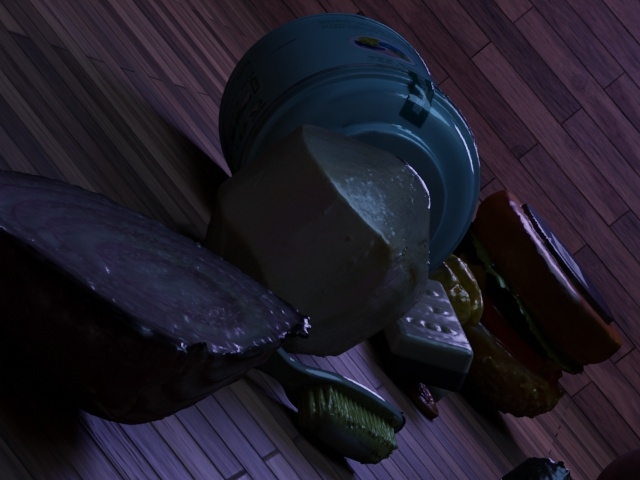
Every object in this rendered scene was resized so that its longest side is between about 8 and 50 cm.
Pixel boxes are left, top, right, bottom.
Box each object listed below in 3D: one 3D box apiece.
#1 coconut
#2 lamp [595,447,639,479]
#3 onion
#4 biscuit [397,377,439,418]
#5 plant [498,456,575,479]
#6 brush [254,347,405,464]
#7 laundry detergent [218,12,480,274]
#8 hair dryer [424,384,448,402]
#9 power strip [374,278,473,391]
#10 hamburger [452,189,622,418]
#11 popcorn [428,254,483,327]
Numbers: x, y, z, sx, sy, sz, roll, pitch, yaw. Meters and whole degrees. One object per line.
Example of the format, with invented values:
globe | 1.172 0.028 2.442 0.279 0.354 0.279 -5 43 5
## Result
coconut | 0.005 -0.004 1.714 0.241 0.241 0.241 49 8 -10
lamp | 0.403 0.391 2.046 0.305 0.240 0.305 -179 -90 -83
onion | -0.151 0.046 1.119 0.247 0.111 0.250 30 12 19
biscuit | 0.125 0.192 2.200 0.078 0.015 0.091 47 9 -25
plant | 0.213 0.297 1.823 0.092 0.143 0.094 6 -45 43
brush | -0.012 0.148 1.564 0.297 0.068 0.060 37 37 -45
laundry detergent | 0.032 -0.097 2.037 0.287 0.287 0.305 47 9 -23
hair dryer | 0.150 0.185 2.313 0.063 0.038 0.124 51 3 6
power strip | 0.125 0.110 2.252 0.105 0.070 0.256 16 16 -12
hamburger | 0.292 0.108 2.652 0.330 0.250 0.330 51 11 -14
popcorn | 0.158 0.081 2.460 0.167 0.148 0.152 -91 173 -49
